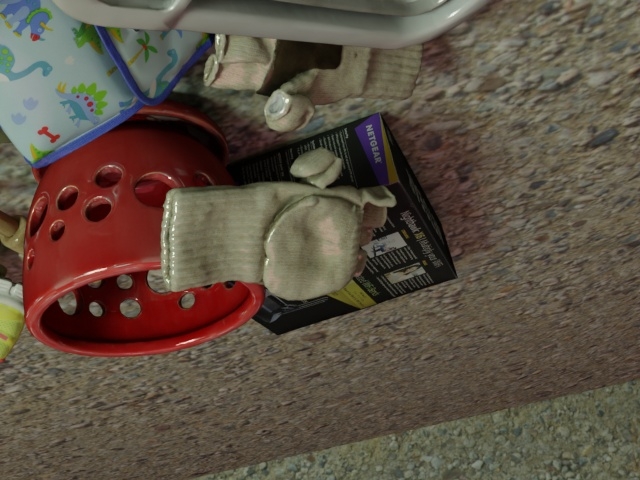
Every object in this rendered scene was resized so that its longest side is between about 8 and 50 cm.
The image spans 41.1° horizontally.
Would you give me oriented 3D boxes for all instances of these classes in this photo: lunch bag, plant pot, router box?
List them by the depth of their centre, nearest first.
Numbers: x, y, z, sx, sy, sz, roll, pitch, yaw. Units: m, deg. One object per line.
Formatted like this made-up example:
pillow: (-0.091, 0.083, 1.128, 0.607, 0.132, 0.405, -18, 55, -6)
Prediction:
lunch bag: (-0.149, -0.139, 0.520, 0.151, 0.096, 0.129, -33, 137, -9)
plant pot: (-0.153, -0.014, 0.714, 0.191, 0.174, 0.191, -11, 157, -5)
router box: (0.000, 0.000, 0.936, 0.243, 0.081, 0.309, -18, 155, 12)

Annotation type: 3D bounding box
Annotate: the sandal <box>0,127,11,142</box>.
sandal: (-0.311, -0.073, 0.611, 0.302, 0.086, 0.120, -11, 156, -5)

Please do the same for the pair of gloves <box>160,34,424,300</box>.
pair of gloves: (-0.007, -0.070, 0.623, 0.204, 0.240, 0.042, 5, -167, -43)

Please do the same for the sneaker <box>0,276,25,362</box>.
sneaker: (-0.385, 0.066, 0.816, 0.208, 0.094, 0.081, 14, 169, -14)

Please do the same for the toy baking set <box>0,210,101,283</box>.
toy baking set: (-0.328, 0.004, 0.778, 0.196, 0.030, 0.256, -2, 157, 19)

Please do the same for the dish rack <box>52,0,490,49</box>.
dish rack: (0.042, -0.212, 0.440, 0.333, 0.072, 0.285, -7, 158, -46)
